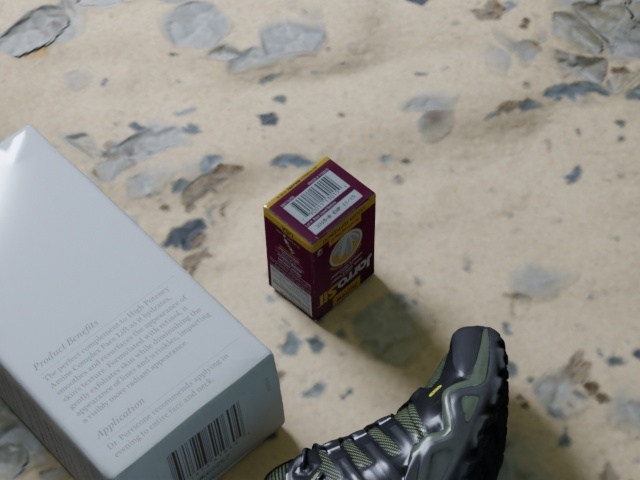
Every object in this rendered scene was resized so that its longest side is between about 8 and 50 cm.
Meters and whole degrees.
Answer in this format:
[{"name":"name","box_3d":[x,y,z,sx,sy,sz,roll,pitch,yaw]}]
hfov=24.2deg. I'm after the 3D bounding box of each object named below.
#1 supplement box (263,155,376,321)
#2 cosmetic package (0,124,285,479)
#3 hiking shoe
[{"name":"supplement box","box_3d":[0.000,0.000,0.892,0.043,0.083,0.055,39,65,24]},{"name":"cosmetic package","box_3d":[-0.140,0.048,0.866,0.117,0.085,0.231,-36,60,-21]},{"name":"hiking shoe","box_3d":[0.029,0.125,0.803,0.114,0.086,0.227,15,49,19]}]
